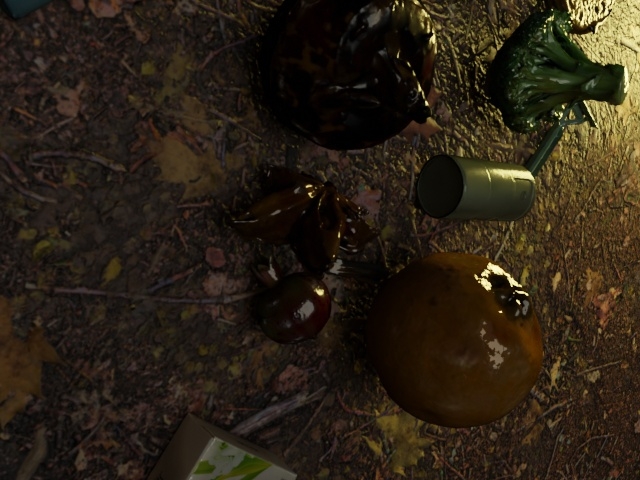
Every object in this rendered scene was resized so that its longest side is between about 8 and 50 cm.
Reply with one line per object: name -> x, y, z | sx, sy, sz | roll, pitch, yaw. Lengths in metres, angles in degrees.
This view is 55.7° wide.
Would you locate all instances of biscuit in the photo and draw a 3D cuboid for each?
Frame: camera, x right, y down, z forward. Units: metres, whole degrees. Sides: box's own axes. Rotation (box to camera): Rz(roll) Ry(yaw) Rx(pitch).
biscuit -> 0.576, -0.605, 1.339 | 0.296, 0.075, 0.296 | -12, 108, -38

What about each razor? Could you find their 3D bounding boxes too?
razor -> 0.528, -0.219, 1.399 | 0.278, 0.056, 0.111 | -48, 121, -10

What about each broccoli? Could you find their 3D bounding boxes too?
broccoli -> 0.461, -0.322, 1.194 | 0.269, 0.269, 0.254 | -31, 130, -27

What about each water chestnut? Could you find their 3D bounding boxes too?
water chestnut -> 0.065, -0.264, 0.922 | 0.300, 0.300, 0.300 | -7, 103, -34

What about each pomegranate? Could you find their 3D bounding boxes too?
pomegranate -> -0.046, 0.093, 1.004 | 0.129, 0.129, 0.159 | -13, 97, -33

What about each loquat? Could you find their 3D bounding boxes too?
loquat -> 0.240, 0.175, 1.095 | 0.328, 0.328, 0.328 | -7, 103, -34

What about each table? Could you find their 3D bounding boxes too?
table -> 0.313, -0.102, 1.216 | 0.220, 0.126, 0.126 | 0, 99, -36

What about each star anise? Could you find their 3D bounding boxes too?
star anise -> 0.009, -0.006, 0.993 | 0.148, 0.237, 0.346 | -43, 137, 17

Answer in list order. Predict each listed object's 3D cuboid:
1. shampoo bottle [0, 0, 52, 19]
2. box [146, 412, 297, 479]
shampoo bottle -> -0.304, -0.383, 0.767 | 0.258, 0.061, 0.104 | -40, 120, -23
box -> -0.190, 0.441, 0.973 | 0.194, 0.111, 0.260 | 38, 79, -34
